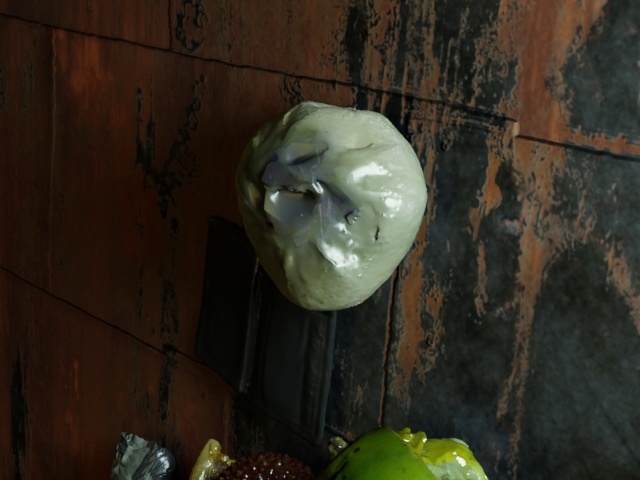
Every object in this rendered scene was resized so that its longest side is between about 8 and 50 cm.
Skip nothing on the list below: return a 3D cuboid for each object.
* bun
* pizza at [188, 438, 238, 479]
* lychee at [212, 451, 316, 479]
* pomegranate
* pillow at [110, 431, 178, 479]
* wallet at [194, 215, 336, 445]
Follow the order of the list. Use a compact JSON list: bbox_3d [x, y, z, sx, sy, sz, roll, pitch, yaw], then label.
[{"bbox_3d":[-0.001,-0.050,1.511,0.273,0.168,0.273,0,90,35],"label":"bun"},{"bbox_3d":[-0.144,0.428,1.825,0.058,0.127,0.246,-26,64,53],"label":"pizza"},{"bbox_3d":[-0.085,0.395,1.717,0.188,0.188,0.188,13,108,44],"label":"lychee"},{"bbox_3d":[0.118,0.385,1.460,0.260,0.260,0.340,-41,73,43],"label":"pomegranate"},{"bbox_3d":[-0.296,0.493,2.018,0.161,0.093,0.335,10,107,50],"label":"pillow"},{"bbox_3d":[-0.086,0.128,1.750,0.323,0.041,0.247,29,119,42],"label":"wallet"}]
